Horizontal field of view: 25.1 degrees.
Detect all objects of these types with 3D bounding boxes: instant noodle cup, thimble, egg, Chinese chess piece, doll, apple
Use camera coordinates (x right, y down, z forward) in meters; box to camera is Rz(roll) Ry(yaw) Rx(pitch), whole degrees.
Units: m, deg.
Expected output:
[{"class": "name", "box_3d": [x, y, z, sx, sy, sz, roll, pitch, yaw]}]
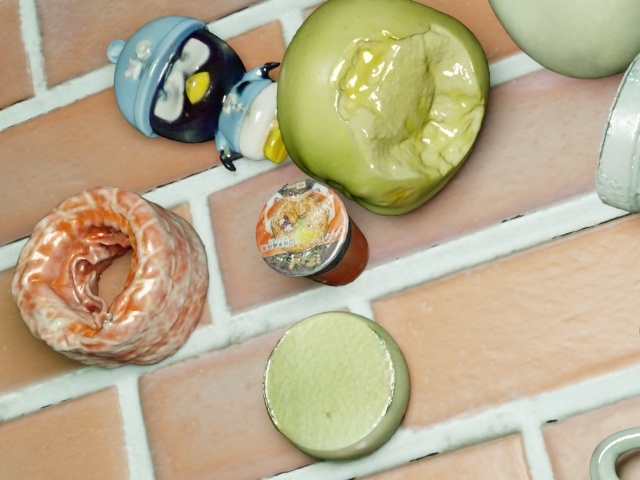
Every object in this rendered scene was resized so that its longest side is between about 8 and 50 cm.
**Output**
[{"class": "instant noodle cup", "box_3d": [-0.001, 0.002, 1.839, 0.127, 0.136, 0.127, -6, 72, 20]}, {"class": "thimble", "box_3d": [-0.282, 0.052, 1.928, 0.239, 0.162, 0.239, -7, 71, 20]}, {"class": "egg", "box_3d": [0.314, -0.368, 1.752, 0.258, 0.258, 0.352, -11, 76, 20]}, {"class": "Chinese chess piece", "box_3d": [0.020, 0.183, 1.811, 0.188, 0.083, 0.188, -6, 72, 18]}, {"class": "doll", "box_3d": [-0.168, -0.208, 1.973, 0.314, 0.141, 0.177, 25, 89, 24]}, {"class": "apple", "box_3d": [0.072, -0.178, 1.797, 0.279, 0.279, 0.279, -7, 72, 21]}]

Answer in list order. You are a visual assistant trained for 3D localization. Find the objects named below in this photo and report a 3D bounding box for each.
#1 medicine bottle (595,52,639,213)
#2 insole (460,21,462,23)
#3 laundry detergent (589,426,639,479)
[{"class": "medicine bottle", "box_3d": [0.478, -0.092, 1.604, 0.290, 0.245, 0.245, 21, 83, 26]}, {"class": "insole", "box_3d": [0.106, -0.270, 1.950, 0.197, 0.004, 0.065, -4, 73, 21]}, {"class": "laundry detergent", "box_3d": [0.390, 0.312, 1.601, 0.280, 0.105, 0.215, -10, 71, 22]}]
